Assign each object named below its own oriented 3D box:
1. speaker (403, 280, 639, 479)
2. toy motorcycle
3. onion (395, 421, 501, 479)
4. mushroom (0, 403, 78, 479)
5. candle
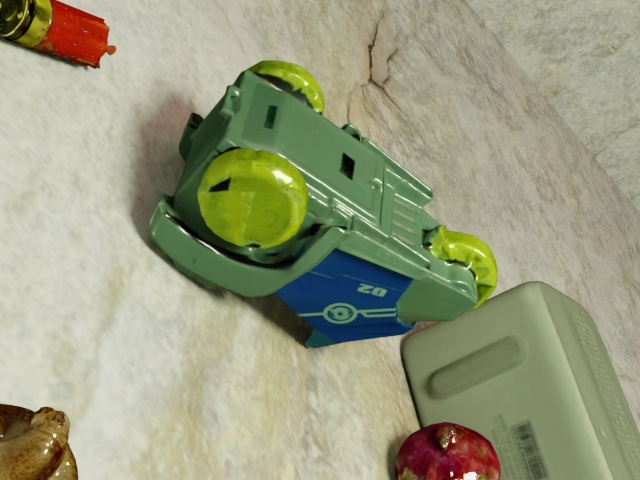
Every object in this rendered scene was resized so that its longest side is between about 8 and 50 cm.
[{"bbox_3d":[0.248,0.253,1.190,0.183,0.184,0.406,27,39,-47],"label":"speaker"},{"bbox_3d":[0.000,0.000,1.049,0.326,0.200,0.191,35,33,-18],"label":"toy motorcycle"},{"bbox_3d":[0.129,0.229,1.106,0.107,0.107,0.097,-80,172,-54],"label":"onion"},{"bbox_3d":[-0.199,0.147,0.651,0.126,0.085,0.109,27,75,-50],"label":"mushroom"},{"bbox_3d":[-0.234,-0.190,0.987,0.131,0.052,0.052,12,51,-57],"label":"candle"}]
